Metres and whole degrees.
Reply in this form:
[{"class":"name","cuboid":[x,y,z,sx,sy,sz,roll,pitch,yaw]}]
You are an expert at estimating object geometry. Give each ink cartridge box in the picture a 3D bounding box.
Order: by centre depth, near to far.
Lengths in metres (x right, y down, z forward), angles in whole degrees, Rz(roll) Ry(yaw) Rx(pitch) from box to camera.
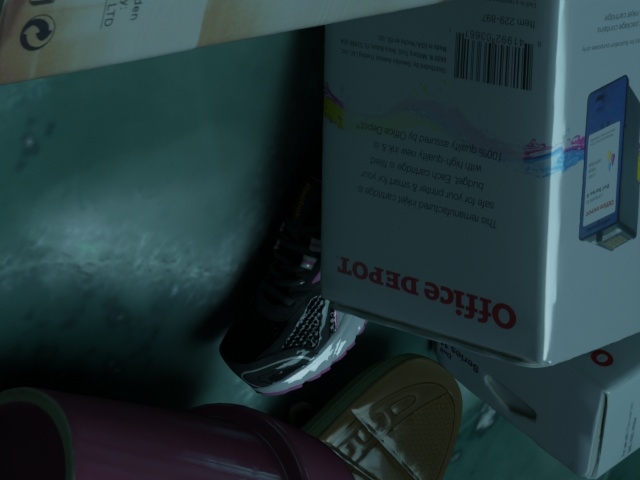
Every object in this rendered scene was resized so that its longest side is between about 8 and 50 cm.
[{"class":"ink cartridge box","cuboid":[0.082,-0.060,0.902,0.093,0.154,0.212,-12,110,-44]},{"class":"ink cartridge box","cuboid":[0.198,0.040,1.183,0.208,0.153,0.087,-31,140,-29]}]

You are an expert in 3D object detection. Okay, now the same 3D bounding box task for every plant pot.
[{"class":"plant pot","cuboid":[-0.103,0.165,0.931,0.180,0.201,0.201,31,97,-41]}]

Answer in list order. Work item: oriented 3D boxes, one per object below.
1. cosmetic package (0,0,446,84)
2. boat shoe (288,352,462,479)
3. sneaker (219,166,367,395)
[{"class":"cosmetic package","cuboid":[-0.039,-0.170,0.717,0.296,0.153,0.129,-15,133,-39]},{"class":"boat shoe","cuboid":[-0.024,0.182,1.132,0.285,0.089,0.104,-50,120,-7]},{"class":"sneaker","cuboid":[0.000,0.000,1.007,0.178,0.072,0.077,-52,135,-14]}]
